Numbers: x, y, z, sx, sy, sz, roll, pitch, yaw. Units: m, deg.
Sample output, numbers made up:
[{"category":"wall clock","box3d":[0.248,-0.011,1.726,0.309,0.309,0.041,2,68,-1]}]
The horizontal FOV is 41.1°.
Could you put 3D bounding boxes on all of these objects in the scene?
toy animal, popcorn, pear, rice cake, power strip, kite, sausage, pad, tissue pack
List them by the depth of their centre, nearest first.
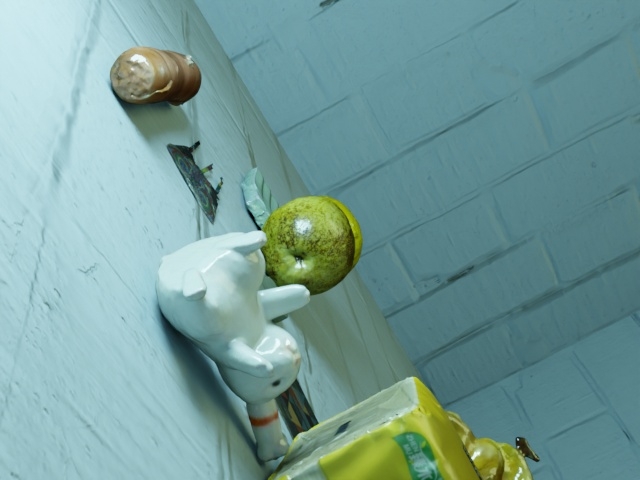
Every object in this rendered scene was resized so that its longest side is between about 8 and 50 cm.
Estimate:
[{"category":"toy animal","box3d":[-0.075,0.121,0.996,0.282,0.138,0.140,55,43,-19]},{"category":"tissue pack","box3d":[0.122,0.388,1.047,0.382,0.228,0.293,63,4,4]},{"category":"pad","box3d":[-0.037,0.264,1.335,0.143,0.003,0.211,63,6,10]},{"category":"sausage","box3d":[-0.263,-0.275,1.439,0.419,0.094,0.094,-84,168,-81]},{"category":"popcorn","box3d":[0.184,0.417,1.441,0.297,0.281,0.316,57,-34,2]},{"category":"power strip","box3d":[-0.107,0.083,1.446,0.080,0.029,0.227,66,7,23]},{"category":"kite","box3d":[-0.215,-0.127,1.548,0.152,0.015,0.285,61,6,-13]},{"category":"pear","box3d":[-0.032,0.013,1.670,0.197,0.197,0.197,61,6,-11]},{"category":"rice cake","box3d":[-0.132,-0.083,1.919,0.127,0.043,0.237,61,5,-19]}]

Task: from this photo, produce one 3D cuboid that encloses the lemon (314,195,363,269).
[{"category":"lemon","box3d":[0.000,0.000,1.951,0.231,0.192,0.192,62,5,36]}]
